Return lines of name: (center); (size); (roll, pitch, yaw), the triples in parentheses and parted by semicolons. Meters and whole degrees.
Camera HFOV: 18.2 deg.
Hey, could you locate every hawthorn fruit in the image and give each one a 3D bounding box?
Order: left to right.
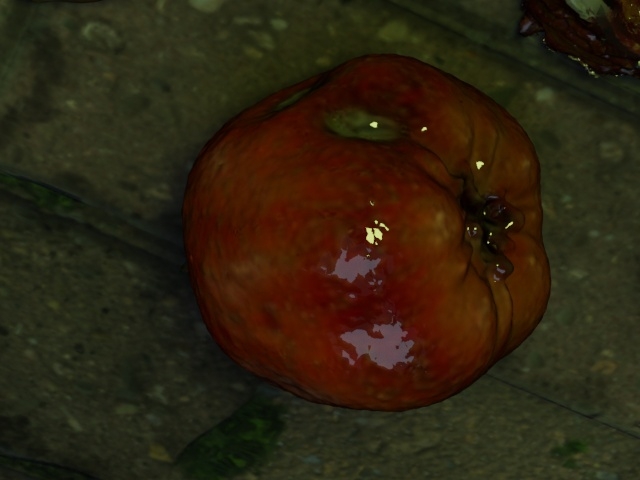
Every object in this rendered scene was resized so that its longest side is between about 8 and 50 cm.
hawthorn fruit: (0.000, 0.000, 1.135); (0.243, 0.207, 0.207); (-8, 134, 39)

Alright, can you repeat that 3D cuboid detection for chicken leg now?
chicken leg: (0.119, -0.153, 1.065); (0.093, 0.053, 0.205); (-17, 125, 40)

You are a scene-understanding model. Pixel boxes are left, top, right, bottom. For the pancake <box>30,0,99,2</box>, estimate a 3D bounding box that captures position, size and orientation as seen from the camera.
pancake: (-0.153, -0.198, 1.023); (0.250, 0.031, 0.250); (7, 154, 3)
